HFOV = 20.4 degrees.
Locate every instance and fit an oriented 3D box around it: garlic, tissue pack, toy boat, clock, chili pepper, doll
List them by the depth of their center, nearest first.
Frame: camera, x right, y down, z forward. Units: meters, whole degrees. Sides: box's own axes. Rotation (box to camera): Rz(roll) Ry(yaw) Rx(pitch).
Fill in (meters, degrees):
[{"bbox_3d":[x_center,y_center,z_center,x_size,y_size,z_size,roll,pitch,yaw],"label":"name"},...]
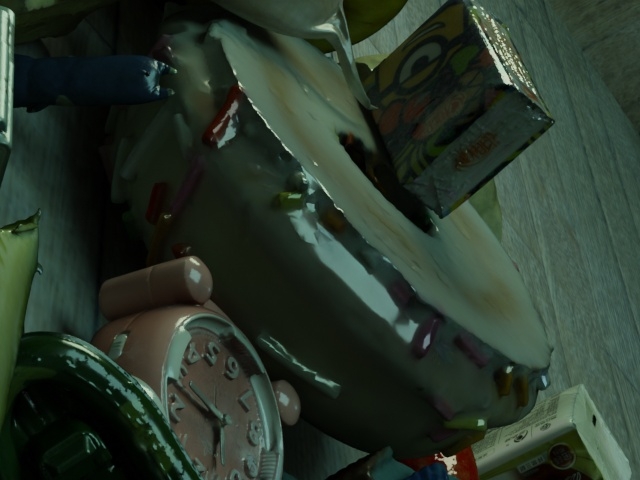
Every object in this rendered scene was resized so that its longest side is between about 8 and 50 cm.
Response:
[{"bbox_3d":[-0.109,0.140,0.909,0.210,0.104,0.052,60,-8,-8],"label":"toy boat"},{"bbox_3d":[-0.088,0.115,1.028,0.166,0.093,0.162,57,27,-32],"label":"clock"},{"bbox_3d":[-0.152,-0.099,1.115,0.027,0.125,0.037,79,14,-61],"label":"doll"},{"bbox_3d":[-0.037,-0.211,1.230,0.267,0.148,0.128,29,-6,-33],"label":"garlic"},{"bbox_3d":[0.096,-0.098,1.271,0.060,0.108,0.148,36,20,-29],"label":"tissue pack"},{"bbox_3d":[0.086,0.186,1.408,0.070,0.073,0.123,13,35,-14],"label":"chili pepper"},{"bbox_3d":[0.171,0.202,1.479,0.099,0.149,0.106,59,18,-6],"label":"tissue pack"}]

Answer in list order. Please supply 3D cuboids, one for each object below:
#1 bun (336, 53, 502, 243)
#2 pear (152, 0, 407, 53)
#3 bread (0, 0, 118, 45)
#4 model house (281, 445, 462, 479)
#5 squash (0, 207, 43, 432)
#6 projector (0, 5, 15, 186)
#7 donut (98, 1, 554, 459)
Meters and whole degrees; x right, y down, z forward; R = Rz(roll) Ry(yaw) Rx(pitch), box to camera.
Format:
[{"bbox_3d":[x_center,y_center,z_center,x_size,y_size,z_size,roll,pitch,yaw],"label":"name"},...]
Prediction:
[{"bbox_3d":[0.052,-0.047,1.512,0.116,0.210,0.237,-29,69,-33],"label":"bun"},{"bbox_3d":[-0.043,-0.273,1.418,0.283,0.284,0.283,51,21,-28],"label":"pear"},{"bbox_3d":[-0.227,-0.238,1.113,0.239,0.111,0.246,60,18,-5],"label":"bread"},{"bbox_3d":[0.015,0.193,1.121,0.149,0.148,0.119,34,35,-30],"label":"model house"},{"bbox_3d":[-0.212,0.015,0.814,0.252,0.093,0.169,-89,159,-53],"label":"squash"},{"bbox_3d":[-0.224,-0.082,0.865,0.147,0.061,0.115,11,40,-19],"label":"projector"},{"bbox_3d":[0.000,0.000,1.246,0.382,0.142,0.382,43,16,-15],"label":"donut"}]
